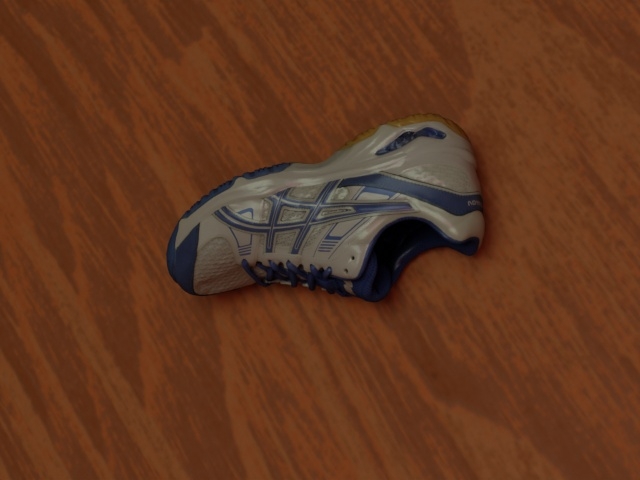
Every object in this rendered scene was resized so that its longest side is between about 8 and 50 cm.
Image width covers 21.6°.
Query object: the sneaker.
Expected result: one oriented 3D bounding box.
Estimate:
[{"bbox_3d":[0.000,0.000,1.444,0.296,0.112,0.131,-24,63,19],"label":"sneaker"}]
